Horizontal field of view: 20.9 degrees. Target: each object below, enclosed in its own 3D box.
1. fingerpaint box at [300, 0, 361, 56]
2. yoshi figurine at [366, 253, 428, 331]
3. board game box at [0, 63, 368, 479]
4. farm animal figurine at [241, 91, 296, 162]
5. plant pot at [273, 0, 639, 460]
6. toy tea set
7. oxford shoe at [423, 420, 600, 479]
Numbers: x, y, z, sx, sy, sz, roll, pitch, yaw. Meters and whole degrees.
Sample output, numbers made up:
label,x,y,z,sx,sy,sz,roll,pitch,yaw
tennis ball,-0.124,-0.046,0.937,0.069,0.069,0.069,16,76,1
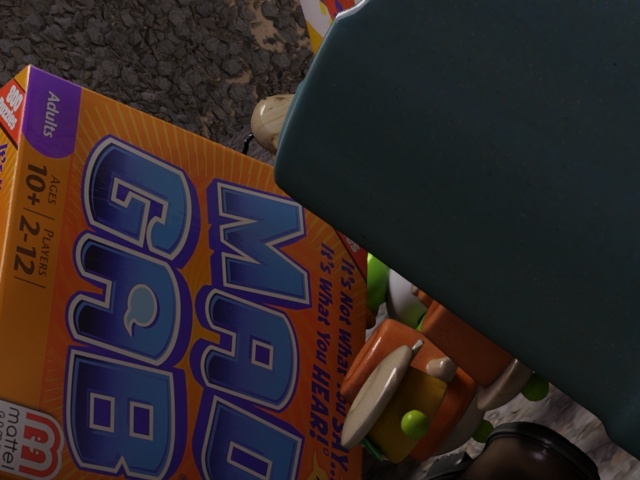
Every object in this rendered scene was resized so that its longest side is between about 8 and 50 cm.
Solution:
label,x,y,z,sx,sy,sz,roll,pitch,yaw
fingerpaint box,0.134,-0.203,1.452,0.163,0.371,0.445,-26,34,-15
yoshi figurine,0.154,-0.017,1.664,0.362,0.203,0.203,-44,27,-21
board game box,-0.206,0.129,1.519,0.356,0.356,0.356,-32,47,45
farm animal figurine,0.088,-0.175,1.996,0.327,0.172,0.330,-31,-15,26
plant pot,0.174,-0.057,1.027,0.341,0.334,0.341,-59,-7,-11
toy tea set,0.111,0.093,1.286,0.200,0.124,0.336,-57,3,7
oxford shoe,0.121,0.192,1.217,0.096,0.083,0.227,-51,2,-29
